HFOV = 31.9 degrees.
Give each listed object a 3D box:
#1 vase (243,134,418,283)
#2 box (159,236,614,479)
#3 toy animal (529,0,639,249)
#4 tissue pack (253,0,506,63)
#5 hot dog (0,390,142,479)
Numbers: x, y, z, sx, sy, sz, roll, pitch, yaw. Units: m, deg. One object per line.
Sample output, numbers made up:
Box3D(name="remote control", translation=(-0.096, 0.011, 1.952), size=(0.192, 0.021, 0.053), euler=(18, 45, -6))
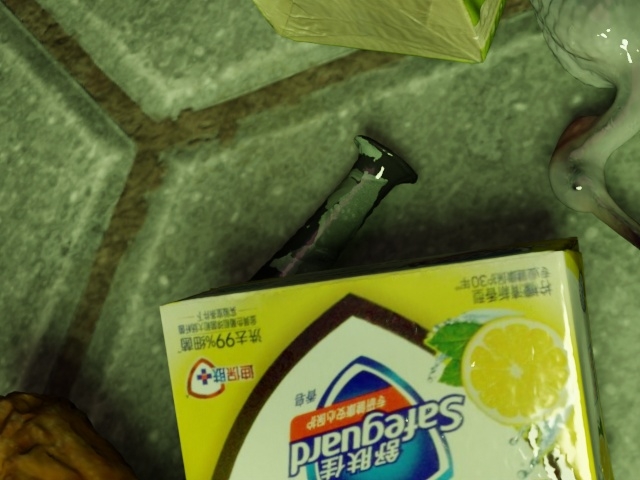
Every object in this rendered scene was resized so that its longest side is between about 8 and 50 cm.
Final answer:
Box3D(name="vase", translation=(0.000, 0.000, 0.834), size=(0.059, 0.059, 0.167), euler=(35, 83, 31))
Box3D(name="box", translation=(0.043, 0.097, 0.717), size=(0.265, 0.097, 0.168), euler=(-7, 90, 19))
Box3D(name="toy animal", translation=(0.210, -0.153, 0.800), size=(0.195, 0.090, 0.324), euler=(19, 73, 28))
Box3D(name="tissue pack", translation=(0.069, -0.304, 0.881), size=(0.200, 0.167, 0.274), euler=(13, 73, 26))
Box3D(name="hot dog", translation=(-0.124, 0.256, 0.657), size=(0.174, 0.267, 0.387), euler=(-37, 59, -20))
